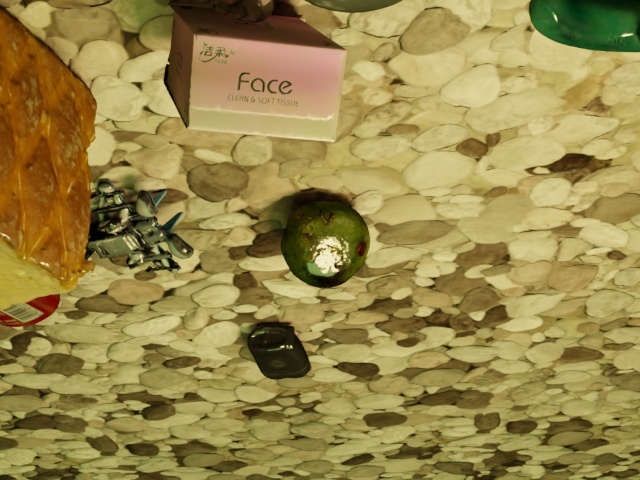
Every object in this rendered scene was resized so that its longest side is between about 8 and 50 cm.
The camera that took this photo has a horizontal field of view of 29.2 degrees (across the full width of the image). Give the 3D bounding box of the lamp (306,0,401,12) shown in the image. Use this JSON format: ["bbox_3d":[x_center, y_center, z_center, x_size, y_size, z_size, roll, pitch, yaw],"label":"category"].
[{"bbox_3d":[0.090,-0.310,1.072,0.314,0.182,0.182,-20,155,-13],"label":"lamp"}]

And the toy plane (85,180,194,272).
[{"bbox_3d":[-0.289,-0.003,1.678,0.246,0.078,0.169,-17,122,32],"label":"toy plane"}]

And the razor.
[{"bbox_3d":[-0.073,0.189,2.088,0.090,0.054,0.148,-7,151,8],"label":"razor"}]

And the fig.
[{"bbox_3d":[0.000,0.000,1.707,0.123,0.123,0.156,6,-171,-16],"label":"fig"}]

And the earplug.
[{"bbox_3d":[0.382,-0.259,1.223,0.257,0.164,0.280,37,133,2],"label":"earplug"}]

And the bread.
[{"bbox_3d":[-0.393,-0.093,1.290,0.207,0.279,0.279,-12,153,21],"label":"bread"}]

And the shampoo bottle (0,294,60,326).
[{"bbox_3d":[-0.479,0.050,1.710,0.118,0.076,0.314,-7,162,12],"label":"shampoo bottle"}]

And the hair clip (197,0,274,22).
[{"bbox_3d":[-0.168,-0.298,1.097,0.300,0.069,0.173,29,177,-29],"label":"hair clip"}]

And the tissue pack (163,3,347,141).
[{"bbox_3d":[-0.070,-0.172,1.217,0.149,0.092,0.246,4,-164,-14],"label":"tissue pack"}]
